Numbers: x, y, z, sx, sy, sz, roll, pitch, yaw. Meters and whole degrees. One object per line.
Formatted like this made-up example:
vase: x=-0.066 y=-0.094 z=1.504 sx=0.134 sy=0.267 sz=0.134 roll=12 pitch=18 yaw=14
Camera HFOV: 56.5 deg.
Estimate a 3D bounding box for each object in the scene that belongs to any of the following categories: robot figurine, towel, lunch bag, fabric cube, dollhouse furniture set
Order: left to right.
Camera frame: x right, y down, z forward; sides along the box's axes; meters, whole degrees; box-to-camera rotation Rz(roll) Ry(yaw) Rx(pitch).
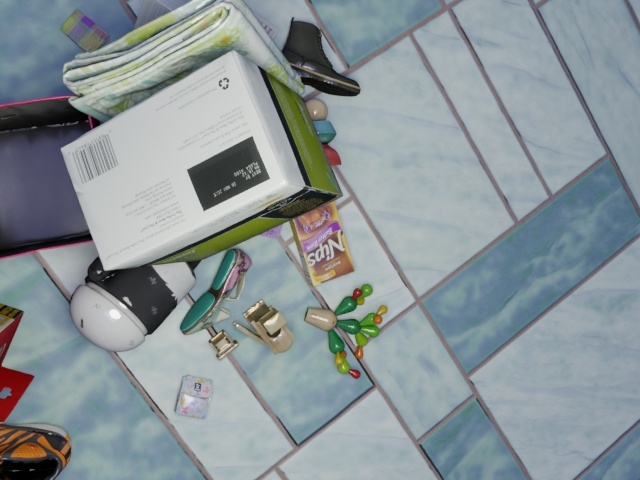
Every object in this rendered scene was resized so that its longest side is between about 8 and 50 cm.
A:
fabric cube: x=-0.529 y=-0.110 z=1.107 sx=0.259 sy=0.258 sz=0.254 roll=-11 pitch=97 yaw=-15
towel: x=-0.486 y=-0.427 z=1.229 sx=0.083 sy=0.009 sz=0.060 roll=39 pitch=83 yaw=-14
robot figurine: x=-0.367 y=0.089 z=1.193 sx=0.209 sy=0.173 sz=0.278 roll=48 pitch=61 yaw=-19
lunch bag: x=-0.279 y=0.344 z=1.313 sx=0.071 sy=0.053 sz=0.083 roll=17 pitch=79 yaw=-18
towel: x=-0.222 y=-0.274 z=1.069 sx=0.320 sy=0.374 sz=0.090 roll=-21 pitch=78 yaw=12
dollhouse furniture set: x=-0.142 y=0.226 z=1.277 sx=0.161 sy=0.182 sz=0.101 roll=-38 pitch=103 yaw=-11

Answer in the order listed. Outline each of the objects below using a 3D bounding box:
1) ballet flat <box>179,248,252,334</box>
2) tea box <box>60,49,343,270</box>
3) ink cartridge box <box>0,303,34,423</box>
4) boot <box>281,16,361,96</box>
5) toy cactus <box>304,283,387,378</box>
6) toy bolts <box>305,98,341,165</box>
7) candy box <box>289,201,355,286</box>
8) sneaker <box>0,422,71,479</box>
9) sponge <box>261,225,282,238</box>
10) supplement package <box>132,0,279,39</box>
ballet flat: x=-0.219 y=0.124 z=1.312 sx=0.079 sy=0.077 sz=0.222 roll=36 pitch=83 yaw=-35
tea box: x=-0.180 y=-0.114 z=1.020 sx=0.329 sy=0.323 sz=0.220 roll=-24 pitch=83 yaw=15
ink cartridge box: x=-0.648 y=0.186 z=1.063 sx=0.271 sy=0.309 sz=0.130 roll=23 pitch=87 yaw=-17
boot: x=0.009 y=-0.413 z=1.343 sx=0.197 sy=0.077 sz=0.137 roll=15 pitch=84 yaw=-18
toy cactus: x=0.052 y=0.201 z=1.384 sx=0.180 sy=0.112 sz=0.219 roll=16 pitch=97 yaw=-7
toy bolts: x=-0.054 y=-0.234 z=1.279 sx=0.228 sy=0.218 sz=0.159 roll=-8 pitch=91 yaw=-33
candy box: x=0.000 y=0.000 z=1.373 sx=0.109 sy=0.053 sz=0.187 roll=-19 pitch=100 yaw=-15
sneaker: x=-0.654 y=0.416 z=1.141 sx=0.321 sy=0.180 sz=0.125 roll=3 pitch=92 yaw=-16
sponge: x=-0.178 y=-0.079 z=1.306 sx=0.210 sy=0.031 sz=0.117 roll=11 pitch=115 yaw=-18
supplement package: x=-0.233 y=-0.423 z=1.216 sx=0.244 sy=0.134 sz=0.139 roll=33 pitch=57 yaw=-15
